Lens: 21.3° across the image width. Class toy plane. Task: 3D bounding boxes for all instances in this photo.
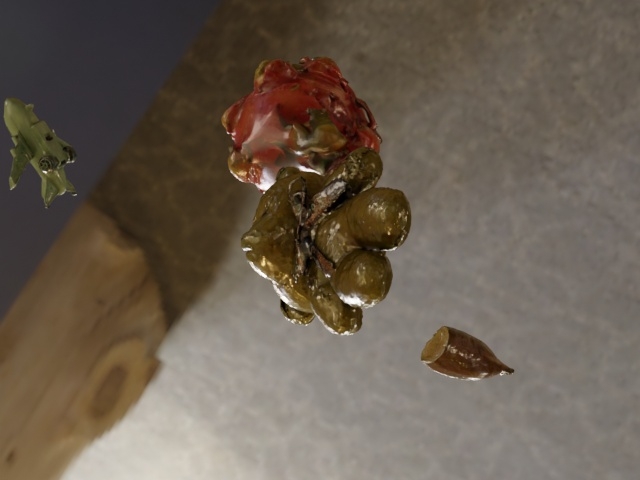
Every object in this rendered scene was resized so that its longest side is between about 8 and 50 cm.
[{"bbox_3d":[-0.198,-0.065,1.200,0.033,0.080,0.083,-20,99,32],"label":"toy plane"}]

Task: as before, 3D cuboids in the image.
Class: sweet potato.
[{"bbox_3d":[0.152,0.119,1.701,0.117,0.049,0.049,19,153,-34],"label":"sweet potato"}]

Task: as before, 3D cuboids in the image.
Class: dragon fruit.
[{"bbox_3d":[-0.007,-0.085,1.524,0.150,0.207,0.133,-2,116,-23],"label":"dragon fruit"}]

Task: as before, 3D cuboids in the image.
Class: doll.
[{"bbox_3d":[0.000,0.000,1.233,0.097,0.137,0.209,4,176,-20],"label":"doll"}]
